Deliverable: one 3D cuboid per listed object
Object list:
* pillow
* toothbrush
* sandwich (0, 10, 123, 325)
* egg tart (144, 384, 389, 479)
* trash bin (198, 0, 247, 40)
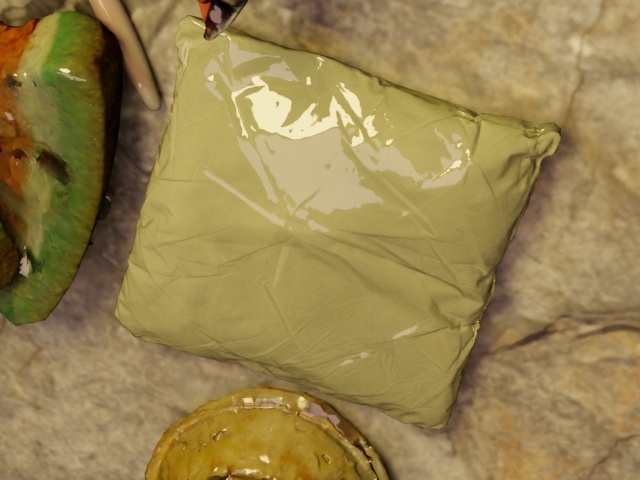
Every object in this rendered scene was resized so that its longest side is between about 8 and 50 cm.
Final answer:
[{"bbox_3d":[-0.001,-0.002,1.115,0.274,0.076,0.280,19,122,2],"label":"pillow"},{"bbox_3d":[-0.174,-0.227,1.067,0.030,0.025,0.307,-19,112,15],"label":"toothbrush"},{"bbox_3d":[-0.294,-0.081,1.099,0.301,0.162,0.250,29,126,1],"label":"sandwich"},{"bbox_3d":[-0.046,0.221,1.249,0.213,0.090,0.212,5,120,8],"label":"egg tart"},{"bbox_3d":[-0.104,-0.260,0.953,0.239,0.161,0.184,27,122,3],"label":"trash bin"}]
